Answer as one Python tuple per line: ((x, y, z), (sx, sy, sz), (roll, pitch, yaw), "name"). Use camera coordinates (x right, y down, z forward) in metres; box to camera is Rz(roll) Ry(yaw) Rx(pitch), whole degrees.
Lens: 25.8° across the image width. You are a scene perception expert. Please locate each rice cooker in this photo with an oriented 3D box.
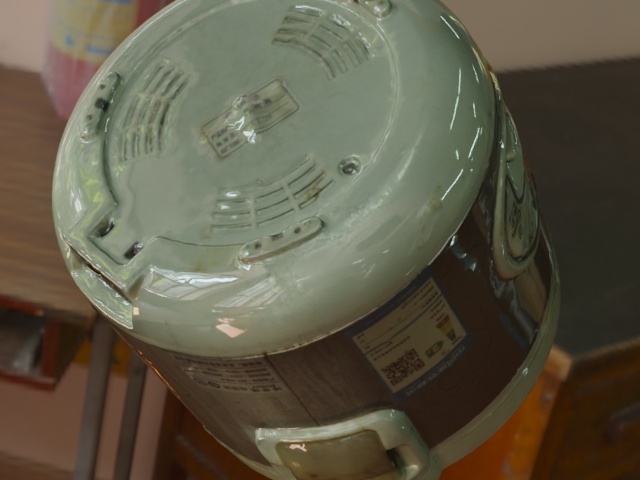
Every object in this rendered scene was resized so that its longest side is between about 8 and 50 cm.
((0.002, 0.001, 0.871), (0.288, 0.277, 0.288), (-11, 53, 16), "rice cooker")
